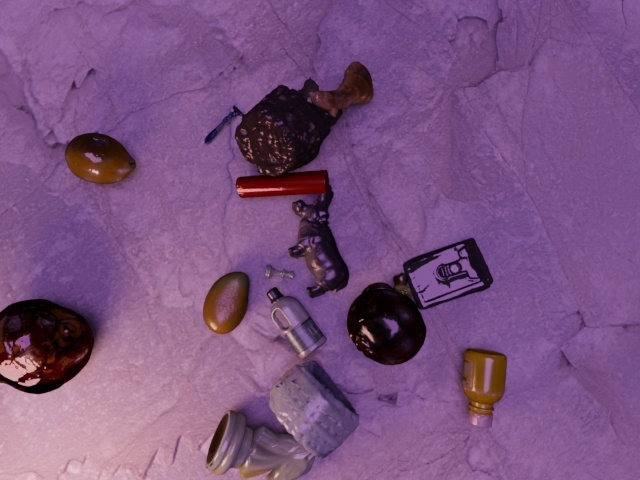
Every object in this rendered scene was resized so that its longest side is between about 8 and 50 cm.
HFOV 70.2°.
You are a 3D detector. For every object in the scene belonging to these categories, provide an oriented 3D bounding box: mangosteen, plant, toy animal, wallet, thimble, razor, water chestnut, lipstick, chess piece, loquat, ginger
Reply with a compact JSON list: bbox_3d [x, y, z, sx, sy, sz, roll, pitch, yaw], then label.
[{"bbox_3d":[0.207,0.215,1.319,0.231,0.231,0.289,36,62,1],"label":"mangosteen"},{"bbox_3d":[-0.081,-0.339,1.349,0.215,0.213,0.312,40,46,0],"label":"plant"},{"bbox_3d":[-0.017,-0.002,1.374,0.169,0.106,0.342,-10,83,-2],"label":"toy animal"},{"bbox_3d":[0.393,0.105,1.408,0.246,0.052,0.168,-19,83,-1],"label":"wallet"},{"bbox_3d":[-0.017,0.469,1.288,0.172,0.205,0.250,-44,83,-5],"label":"thimble"},{"bbox_3d":[-0.310,-0.360,1.426,0.044,0.028,0.154,44,86,1],"label":"razor"},{"bbox_3d":[-0.783,0.295,1.251,0.289,0.289,0.244,11,91,-1],"label":"water chestnut"},{"bbox_3d":[-0.115,-0.168,1.363,0.280,0.073,0.073,-2,86,13],"label":"lipstick"},{"bbox_3d":[-0.165,0.619,1.317,0.298,0.176,0.175,25,86,-13],"label":"chess piece"},{"bbox_3d":[-0.122,0.102,1.395,0.093,0.042,0.042,10,86,-6],"label":"chess piece"},{"bbox_3d":[-0.651,-0.241,1.351,0.195,0.152,0.151,7,86,-4],"label":"loquat"},{"bbox_3d":[0.072,-0.448,1.344,0.086,0.295,0.131,1,116,39],"label":"ginger"}]

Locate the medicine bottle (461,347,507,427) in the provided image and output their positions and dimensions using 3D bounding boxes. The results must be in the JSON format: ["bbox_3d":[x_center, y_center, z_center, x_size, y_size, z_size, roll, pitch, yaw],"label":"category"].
[{"bbox_3d":[0.480,0.436,1.347,0.122,0.122,0.212,7,86,-1],"label":"medicine bottle"}]

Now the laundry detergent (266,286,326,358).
[{"bbox_3d":[-0.085,0.239,1.370,0.099,0.070,0.225,-37,89,3],"label":"laundry detergent"}]

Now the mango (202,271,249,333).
[{"bbox_3d":[-0.276,0.182,1.358,0.130,0.092,0.194,30,81,2],"label":"mango"}]
